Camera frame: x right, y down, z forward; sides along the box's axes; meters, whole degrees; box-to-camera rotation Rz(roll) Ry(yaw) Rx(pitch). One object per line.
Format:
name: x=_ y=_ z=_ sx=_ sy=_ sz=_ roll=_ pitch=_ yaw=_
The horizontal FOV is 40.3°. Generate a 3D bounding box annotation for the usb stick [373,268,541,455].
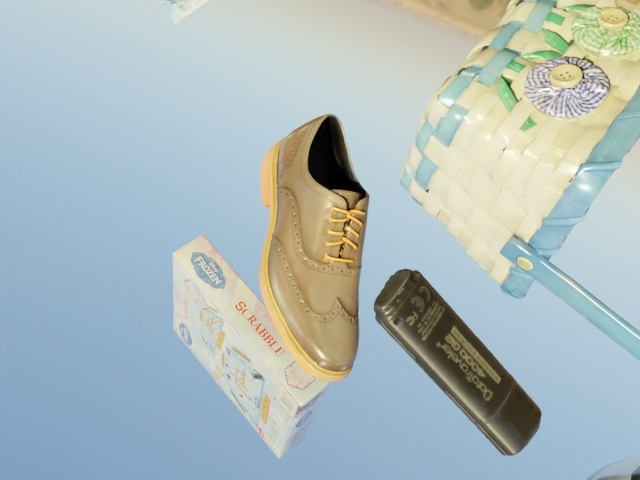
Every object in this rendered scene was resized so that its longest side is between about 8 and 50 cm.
usb stick: x=0.160 y=0.142 z=0.987 sx=0.278 sy=0.077 sz=0.045 roll=47 pitch=159 yaw=-25

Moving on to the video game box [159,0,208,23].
video game box: x=-0.166 y=-0.421 z=1.147 sx=0.187 sy=0.205 sz=0.048 roll=52 pitch=-168 yaw=-26

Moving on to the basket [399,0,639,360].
basket: x=0.226 y=-0.052 z=0.677 sx=0.289 sy=0.201 sz=0.254 roll=35 pitch=-119 yaw=7

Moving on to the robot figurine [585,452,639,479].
robot figurine: x=0.329 y=0.270 z=0.791 sx=0.174 sy=0.209 sz=0.278 roll=5 pitch=156 yaw=-10

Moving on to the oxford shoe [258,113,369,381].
oxford shoe: x=0.000 y=0.000 z=1.146 sx=0.130 sy=0.133 sz=0.363 roll=6 pitch=-118 yaw=-34

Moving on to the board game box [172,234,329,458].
board game box: x=-0.131 y=0.189 z=1.473 sx=0.066 sy=0.318 sz=0.318 roll=-35 pitch=-107 yaw=-24
